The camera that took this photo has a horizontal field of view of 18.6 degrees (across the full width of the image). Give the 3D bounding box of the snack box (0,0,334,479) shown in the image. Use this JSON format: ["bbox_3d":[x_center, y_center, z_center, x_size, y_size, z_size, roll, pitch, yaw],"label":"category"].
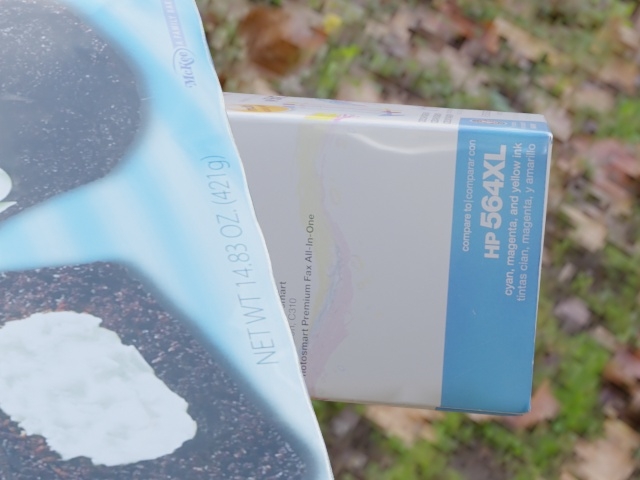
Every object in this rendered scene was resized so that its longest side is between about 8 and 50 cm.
[{"bbox_3d":[-0.090,0.067,0.375,0.187,0.060,0.322,-7,44,-11],"label":"snack box"}]

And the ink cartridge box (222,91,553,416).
[{"bbox_3d":[0.000,0.000,0.639,0.143,0.089,0.092,5,8,4],"label":"ink cartridge box"}]
